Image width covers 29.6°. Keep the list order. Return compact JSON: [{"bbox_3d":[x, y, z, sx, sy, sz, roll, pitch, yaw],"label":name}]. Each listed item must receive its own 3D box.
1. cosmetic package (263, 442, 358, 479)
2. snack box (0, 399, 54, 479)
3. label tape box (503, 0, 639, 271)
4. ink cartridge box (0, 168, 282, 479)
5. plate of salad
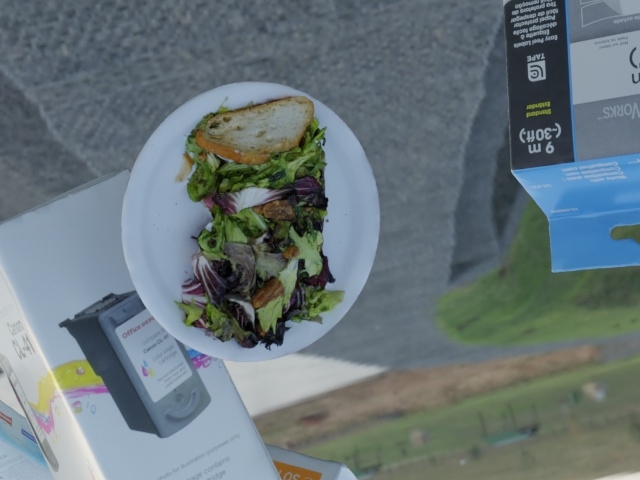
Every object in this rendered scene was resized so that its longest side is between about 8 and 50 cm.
[{"bbox_3d":[-0.125,0.461,1.387,0.230,0.453,0.161,8,150,32],"label":"cosmetic package"},{"bbox_3d":[-0.509,0.307,1.579,0.322,0.060,0.187,-20,141,15],"label":"snack box"},{"bbox_3d":[0.344,-0.141,1.381,0.240,0.334,0.106,-7,172,34],"label":"label tape box"},{"bbox_3d":[-0.168,0.120,0.994,0.131,0.306,0.226,-28,-179,-24],"label":"ink cartridge box"},{"bbox_3d":[-0.041,-0.012,0.853,0.199,0.200,0.048,-10,-171,-26],"label":"plate of salad"}]
